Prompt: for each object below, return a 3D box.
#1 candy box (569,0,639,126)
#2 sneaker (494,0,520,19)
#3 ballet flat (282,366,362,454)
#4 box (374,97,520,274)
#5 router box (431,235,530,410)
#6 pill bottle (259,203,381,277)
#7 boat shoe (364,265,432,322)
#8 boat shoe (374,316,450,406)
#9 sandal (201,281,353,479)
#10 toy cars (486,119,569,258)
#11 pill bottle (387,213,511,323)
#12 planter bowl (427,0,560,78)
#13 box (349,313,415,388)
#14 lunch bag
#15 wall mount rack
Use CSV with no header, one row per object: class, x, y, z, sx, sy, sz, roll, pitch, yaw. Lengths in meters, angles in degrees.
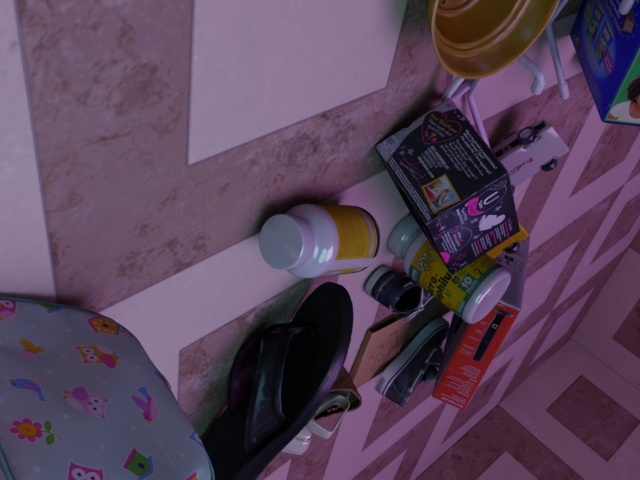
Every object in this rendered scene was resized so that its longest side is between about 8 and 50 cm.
candy box,0.524,-0.385,1.120,0.122,0.268,0.317,3,139,-1
sneaker,0.282,-0.400,0.954,0.121,0.099,0.262,27,105,-42
ballet flat,-0.037,0.335,1.349,0.342,0.124,0.116,-12,134,-50
box,0.208,-0.080,1.122,0.142,0.163,0.247,-32,153,5
router box,0.370,0.168,1.625,0.335,0.082,0.301,-57,168,-57
pill bottle,0.000,0.000,1.003,0.184,0.103,0.103,-2,127,-55
boat shoe,0.172,0.110,1.425,0.095,0.079,0.254,-51,153,3
boat shoe,0.253,0.296,1.732,0.301,0.102,0.108,-34,150,-46
sandal,-0.099,0.253,1.130,0.107,0.167,0.446,29,101,-34
toy cars,0.350,-0.084,1.431,0.176,0.087,0.394,3,130,-12
pill bottle,0.224,0.043,1.276,0.117,0.208,0.118,-36,151,-25
planter bowl,0.199,-0.321,0.888,0.217,0.090,0.217,-23,138,-22
box,0.138,0.244,1.607,0.164,0.021,0.201,-23,144,-41
lunch bag,-0.250,0.169,0.662,0.224,0.279,0.108,12,115,-48
wall mount rack,0.342,-0.275,1.143,0.350,0.130,0.304,-42,171,-12
